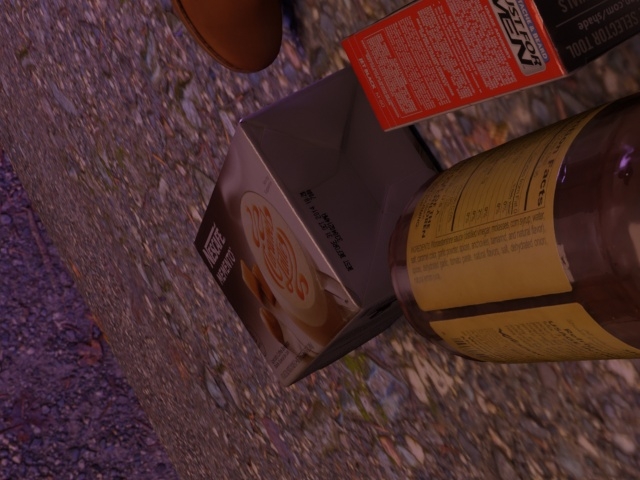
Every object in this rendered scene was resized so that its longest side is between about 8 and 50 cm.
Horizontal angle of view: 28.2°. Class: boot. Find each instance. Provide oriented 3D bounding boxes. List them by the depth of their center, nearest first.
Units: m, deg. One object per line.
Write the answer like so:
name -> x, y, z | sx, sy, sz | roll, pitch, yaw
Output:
boot -> -0.036, -0.174, 0.781 | 0.152, 0.073, 0.197 | 31, 148, 48

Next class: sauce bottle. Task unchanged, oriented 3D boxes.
sauce bottle -> 0.136, -0.005, 0.517 | 0.111, 0.111, 0.344 | 63, 161, -5

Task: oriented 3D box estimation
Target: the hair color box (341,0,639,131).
hair color box -> 0.085, -0.097, 0.542 | 0.053, 0.093, 0.167 | 64, 160, -8

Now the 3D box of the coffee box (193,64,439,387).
coffee box -> 0.000, 0.000, 0.884 | 0.141, 0.098, 0.246 | 58, 161, 8
